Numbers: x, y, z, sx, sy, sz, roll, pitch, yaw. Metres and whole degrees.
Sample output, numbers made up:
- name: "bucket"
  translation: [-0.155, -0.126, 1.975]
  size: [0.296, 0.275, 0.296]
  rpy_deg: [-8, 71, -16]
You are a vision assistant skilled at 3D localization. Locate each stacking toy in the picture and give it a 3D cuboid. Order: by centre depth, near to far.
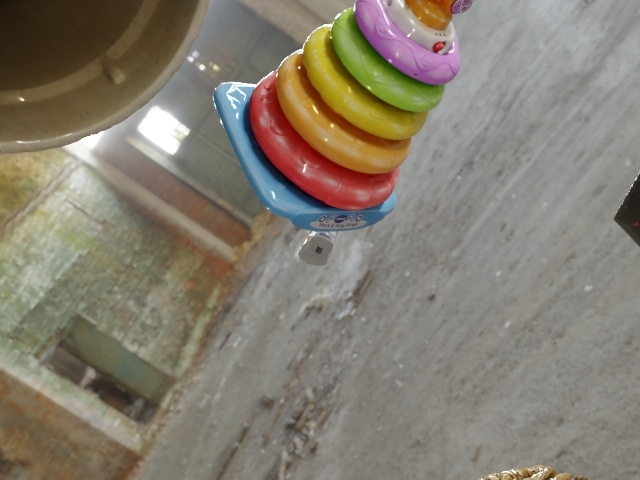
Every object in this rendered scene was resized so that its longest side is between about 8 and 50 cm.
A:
- name: "stacking toy"
  translation: [0.058, -0.157, 0.720]
  size: [0.175, 0.166, 0.302]
  rpy_deg: [-2, -34, -43]

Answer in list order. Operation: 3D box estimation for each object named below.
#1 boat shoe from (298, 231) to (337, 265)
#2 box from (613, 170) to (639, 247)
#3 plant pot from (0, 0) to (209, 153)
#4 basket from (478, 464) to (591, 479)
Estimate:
- name: "boat shoe"
  translation: [0.000, 0.000, 0.965]
  size: [0.100, 0.035, 0.035]
  rpy_deg: [117, 177, -67]
- name: "box"
  translation: [0.413, -0.060, 0.772]
  size: [0.143, 0.165, 0.270]
  rpy_deg: [-29, -26, -13]
- name: "plant pot"
  translation: [-0.316, -0.303, 0.781]
  size: [0.334, 0.333, 0.305]
  rpy_deg: [-53, 51, 14]
- name: "basket"
  translation: [0.158, 0.293, 0.534]
  size: [0.223, 0.299, 0.214]
  rpy_deg: [4, 94, 42]
